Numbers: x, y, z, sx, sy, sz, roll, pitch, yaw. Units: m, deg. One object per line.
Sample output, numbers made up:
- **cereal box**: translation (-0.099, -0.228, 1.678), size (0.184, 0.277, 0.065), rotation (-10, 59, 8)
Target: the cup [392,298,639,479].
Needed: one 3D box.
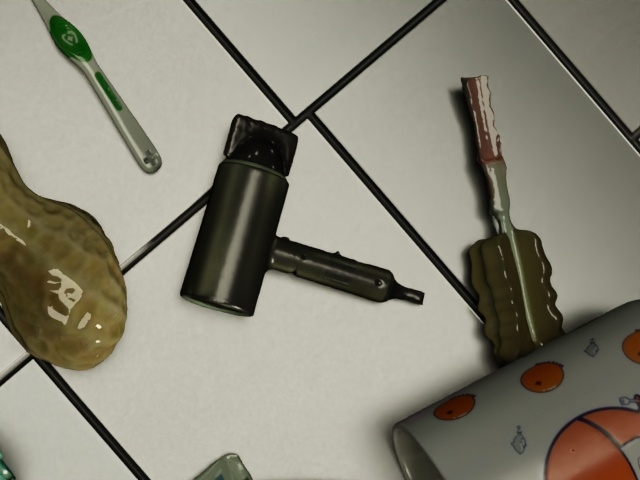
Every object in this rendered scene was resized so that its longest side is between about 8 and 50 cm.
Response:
- **cup**: translation (0.257, 0.198, 1.551), size (0.317, 0.212, 0.212), rotation (-28, 89, -11)

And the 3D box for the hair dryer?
- **hair dryer**: translation (0.000, 0.000, 1.613), size (0.248, 0.078, 0.196), rotation (19, 81, -15)

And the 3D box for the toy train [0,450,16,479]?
- **toy train**: translation (-0.371, 0.195, 1.483), size (0.112, 0.163, 0.203), rotation (-37, 92, -12)

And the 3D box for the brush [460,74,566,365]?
- **brush**: translation (0.186, -0.024, 1.636), size (0.084, 0.071, 0.301), rotation (-11, 85, -20)

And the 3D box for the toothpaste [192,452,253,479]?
- **toothpaste**: translation (-0.174, 0.304, 1.567), size (0.255, 0.037, 0.067), rotation (-32, 90, -14)

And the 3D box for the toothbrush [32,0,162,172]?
- **toothbrush**: translation (-0.252, -0.197, 1.613), size (0.030, 0.030, 0.304), rotation (-34, 92, -10)

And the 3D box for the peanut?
- **peanut**: translation (-0.296, -0.007, 1.540), size (0.298, 0.120, 0.136), rotation (47, 56, 0)
